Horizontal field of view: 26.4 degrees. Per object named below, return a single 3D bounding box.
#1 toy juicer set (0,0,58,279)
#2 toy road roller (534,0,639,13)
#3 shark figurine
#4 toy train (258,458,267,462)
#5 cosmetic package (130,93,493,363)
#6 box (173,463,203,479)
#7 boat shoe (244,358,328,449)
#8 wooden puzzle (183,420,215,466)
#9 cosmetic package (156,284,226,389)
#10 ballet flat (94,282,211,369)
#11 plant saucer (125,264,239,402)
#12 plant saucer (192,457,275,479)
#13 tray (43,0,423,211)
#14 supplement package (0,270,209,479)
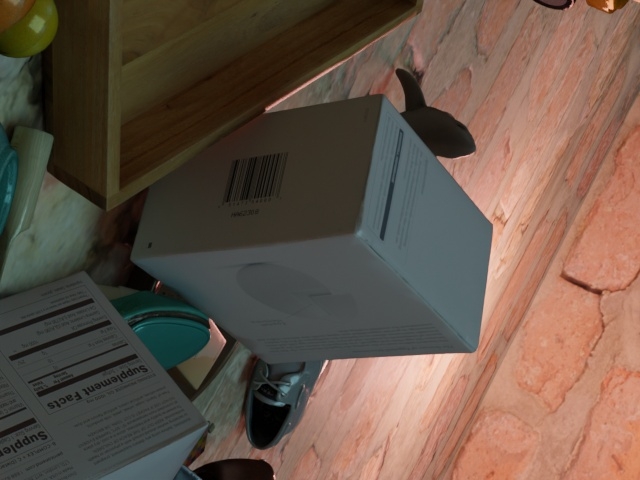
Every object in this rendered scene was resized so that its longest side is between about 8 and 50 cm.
[{"bbox_3d":[-0.234,-0.067,0.872,0.329,0.089,0.209,108,-5,-61],"label":"toy juicer set"},{"bbox_3d":[0.411,-0.436,1.832,0.202,0.240,0.329,-59,161,-15],"label":"toy road roller"},{"bbox_3d":[0.071,-0.090,1.657,0.116,0.166,0.278,-19,156,-30],"label":"shark figurine"},{"bbox_3d":[-0.093,0.333,1.846,0.083,0.017,0.024,-65,171,2],"label":"toy train"},{"bbox_3d":[0.000,0.000,1.187,0.225,0.224,0.138,45,48,-47],"label":"cosmetic package"},{"bbox_3d":[-0.197,0.304,1.270,0.108,0.153,0.207,51,63,-32],"label":"box"},{"bbox_3d":[-0.046,0.173,1.662,0.081,0.079,0.227,-51,161,-45],"label":"boat shoe"},{"bbox_3d":[-0.148,0.241,1.590,0.083,0.006,0.049,-41,151,-49],"label":"wooden puzzle"},{"bbox_3d":[-0.130,0.091,1.266,0.060,0.041,0.115,-60,161,-14],"label":"cosmetic package"},{"bbox_3d":[-0.192,0.073,1.112,0.247,0.087,0.083,-13,144,-53],"label":"ballet flat"},{"bbox_3d":[-0.124,0.051,1.356,0.278,0.041,0.278,-53,159,-30],"label":"plant saucer"},{"bbox_3d":[-0.166,0.342,1.417,0.310,0.050,0.310,-47,-168,13],"label":"plant saucer"},{"bbox_3d":[-0.048,-0.208,1.093,0.411,0.076,0.203,-38,149,-40],"label":"tray"},{"bbox_3d":[-0.232,0.179,0.908,0.204,0.145,0.262,-21,153,-46],"label":"supplement package"}]
